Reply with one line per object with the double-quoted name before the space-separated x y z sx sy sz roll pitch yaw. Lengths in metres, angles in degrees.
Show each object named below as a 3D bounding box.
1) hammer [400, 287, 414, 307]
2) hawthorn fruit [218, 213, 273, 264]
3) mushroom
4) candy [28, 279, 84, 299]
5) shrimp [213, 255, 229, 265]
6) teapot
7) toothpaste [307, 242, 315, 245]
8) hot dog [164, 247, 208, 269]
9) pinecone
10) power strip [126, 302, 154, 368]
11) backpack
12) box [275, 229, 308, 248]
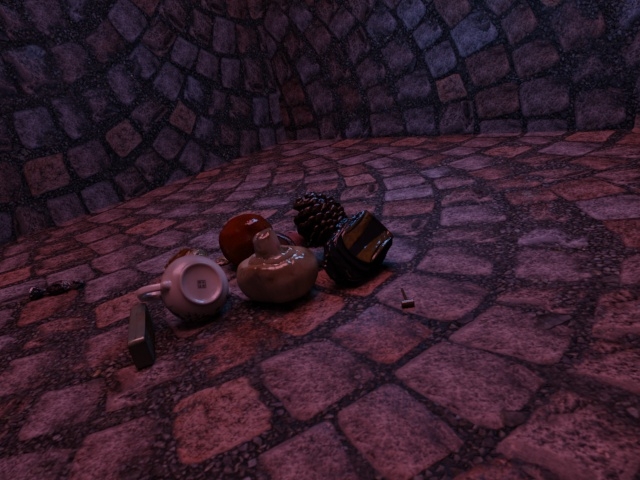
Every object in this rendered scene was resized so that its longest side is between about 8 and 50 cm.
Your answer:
"hammer" 0.244 0.161 1.367 0.035 0.019 0.110 -10 19 3
"hawthorn fruit" -0.293 0.002 1.801 0.253 0.205 0.205 -8 20 33
"mushroom" -0.143 0.071 1.488 0.260 0.235 0.254 -15 18 -8
"candy" -1.068 0.186 1.911 0.226 0.051 0.094 -11 19 1
"shrimp" -0.391 0.085 1.867 0.059 0.023 0.108 20 37 38
"teapot" -0.411 0.149 1.470 0.299 0.209 0.166 0 -9 -23
"toothpaste" 0.000 0.000 1.866 0.218 0.041 0.064 -3 17 11
"hot dog" -0.509 0.094 1.809 0.146 0.103 0.213 -47 26 -23
"pinecone" -0.009 -0.076 1.681 0.204 0.179 0.184 36 21 17
"power strip" -0.527 0.262 1.393 0.053 0.093 0.288 -18 23 -12
"backpack" 0.107 0.036 1.542 0.258 0.206 0.133 -45 -7 -39
"box" -0.126 0.034 1.699 0.151 0.151 0.135 0 16 26
